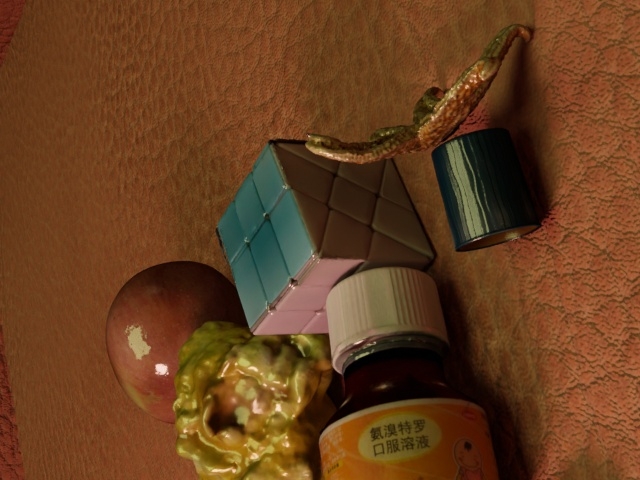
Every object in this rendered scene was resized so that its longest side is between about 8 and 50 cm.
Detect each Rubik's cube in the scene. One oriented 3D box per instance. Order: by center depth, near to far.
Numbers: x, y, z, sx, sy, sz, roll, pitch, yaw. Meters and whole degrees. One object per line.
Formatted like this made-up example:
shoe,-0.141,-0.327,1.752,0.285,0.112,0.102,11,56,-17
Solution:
Rubik's cube,0.000,0.000,1.615,0.224,0.221,0.231,-53,47,42

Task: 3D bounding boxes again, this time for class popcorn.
popcorn,-0.093,0.305,1.765,0.293,0.292,0.334,-74,-26,-75

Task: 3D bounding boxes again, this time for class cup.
cup,0.207,-0.063,1.378,0.150,0.113,0.138,-33,69,61

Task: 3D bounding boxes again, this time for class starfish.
starfish,0.132,-0.166,1.368,0.094,0.327,0.375,61,150,-1

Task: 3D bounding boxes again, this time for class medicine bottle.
medicine bottle,0.103,0.241,1.439,0.242,0.242,0.395,-50,44,45

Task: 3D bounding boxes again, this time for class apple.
apple,-0.266,0.195,1.975,0.235,0.306,0.305,51,131,49
